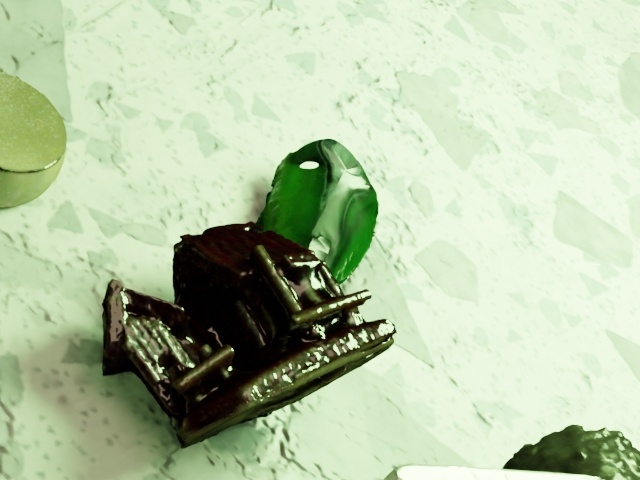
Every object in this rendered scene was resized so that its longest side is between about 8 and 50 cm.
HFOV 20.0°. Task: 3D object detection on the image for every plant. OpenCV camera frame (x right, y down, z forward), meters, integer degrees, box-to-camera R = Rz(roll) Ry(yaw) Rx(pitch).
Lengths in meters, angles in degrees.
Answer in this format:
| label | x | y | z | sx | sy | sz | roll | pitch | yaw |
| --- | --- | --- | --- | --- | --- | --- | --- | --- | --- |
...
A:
| label | x | y | z | sx | sy | sz | roll | pitch | yaw |
| --- | --- | --- | --- | --- | --- | --- | --- | --- | --- |
| plant | 0.206 | 0.272 | 1.374 | 0.149 | 0.146 | 0.274 | 37 | 34 | -25 |

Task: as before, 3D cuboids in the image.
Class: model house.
| label | x | y | z | sx | sy | sz | roll | pitch | yaw |
| --- | --- | --- | --- | --- | --- | --- | --- | --- | --- |
| model house | -0.073 | 0.060 | 1.391 | 0.203 | 0.141 | 0.164 | -20 | 76 | -43 |

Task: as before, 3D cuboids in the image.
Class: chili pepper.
| label | x | y | z | sx | sy | sz | roll | pitch | yaw |
| --- | --- | --- | --- | --- | --- | --- | --- | --- | --- |
| chili pepper | -0.001 | 0.001 | 1.561 | 0.108 | 0.062 | 0.216 | 29 | 42 | -11 |

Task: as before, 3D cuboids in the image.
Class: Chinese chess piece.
| label | x | y | z | sx | sy | sz | roll | pitch | yaw |
| --- | --- | --- | --- | --- | --- | --- | --- | --- | --- |
| Chinese chess piece | -0.264 | -0.082 | 1.452 | 0.122 | 0.051 | 0.122 | 21 | 40 | -19 |

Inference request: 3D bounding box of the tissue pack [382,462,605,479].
| label | x | y | z | sx | sy | sz | roll | pitch | yaw |
| --- | --- | --- | --- | --- | --- | --- | --- | --- | --- |
| tissue pack | 0.077 | 0.259 | 1.240 | 0.185 | 0.225 | 0.124 | 10 | 47 | -31 |
